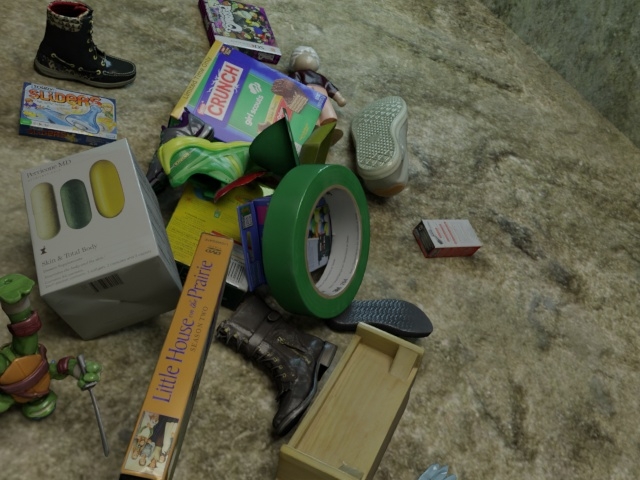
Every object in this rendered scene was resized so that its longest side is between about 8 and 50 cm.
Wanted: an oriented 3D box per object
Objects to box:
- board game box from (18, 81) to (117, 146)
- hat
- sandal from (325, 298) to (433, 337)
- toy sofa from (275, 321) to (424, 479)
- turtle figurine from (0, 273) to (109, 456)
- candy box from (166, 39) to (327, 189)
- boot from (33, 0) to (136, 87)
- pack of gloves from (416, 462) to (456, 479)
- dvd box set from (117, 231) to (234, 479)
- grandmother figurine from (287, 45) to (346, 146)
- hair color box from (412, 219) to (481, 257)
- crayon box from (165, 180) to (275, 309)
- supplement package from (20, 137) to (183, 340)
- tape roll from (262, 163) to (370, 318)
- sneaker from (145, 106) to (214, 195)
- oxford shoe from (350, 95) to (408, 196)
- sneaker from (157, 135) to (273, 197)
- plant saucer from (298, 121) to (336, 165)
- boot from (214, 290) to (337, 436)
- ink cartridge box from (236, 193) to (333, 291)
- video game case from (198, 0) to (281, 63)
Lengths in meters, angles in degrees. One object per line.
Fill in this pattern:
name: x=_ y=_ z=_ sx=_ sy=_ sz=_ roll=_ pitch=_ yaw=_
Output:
board game box: x=-0.564 y=-0.280 z=1.501 sx=0.201 sy=0.035 sz=0.136 roll=6 pitch=51 yaw=-27
hat: x=-0.143 y=-0.182 z=1.433 sx=0.184 sy=0.208 sz=0.172 roll=-14 pitch=91 yaw=0
sandal: x=0.130 y=0.180 z=1.515 sx=0.255 sy=0.054 sz=0.097 roll=8 pitch=42 yaw=-12
toy sofa: x=0.059 y=0.345 z=1.267 sx=0.150 sy=0.177 sz=0.362 roll=22 pitch=42 yaw=15
turtle figurine: x=-0.431 y=0.205 z=0.969 sx=0.198 sy=0.266 sz=0.274 roll=-10 pitch=34 yaw=1
candy box: x=-0.179 y=-0.305 z=1.648 sx=0.317 sy=0.122 sz=0.268 roll=25 pitch=62 yaw=-7
boot: x=-0.536 y=-0.456 z=1.566 sx=0.237 sy=0.178 sz=0.085 roll=2 pitch=53 yaw=-29
pack of gloves: x=0.212 y=0.550 z=1.255 sx=0.232 sy=0.046 sz=0.195 roll=-28 pitch=82 yaw=-40
dvd box set: x=-0.228 y=0.237 z=1.059 sx=0.062 sy=0.307 sz=0.420 roll=14 pitch=47 yaw=-5
grandmother figurine: x=-0.019 y=-0.424 z=1.910 sx=0.208 sy=0.104 sz=0.342 roll=11 pitch=50 yaw=-35
hair color box: x=0.340 y=-0.006 z=1.792 sx=0.167 sy=0.053 sz=0.093 roll=0 pitch=55 yaw=-33
crayon box: x=-0.222 y=-0.024 z=1.450 sx=0.202 sy=0.081 sz=0.318 roll=25 pitch=45 yaw=-10
supplement package: x=-0.386 y=-0.001 z=1.199 sx=0.200 sy=0.198 sz=0.262 roll=-19 pitch=60 yaw=-7
tape roll: x=0.000 y=0.000 z=1.396 sx=0.077 sy=0.321 sz=0.321 roll=5 pitch=32 yaw=31
sneaker: x=-0.341 y=-0.194 z=1.485 sx=0.098 sy=0.083 sz=0.223 roll=41 pitch=73 yaw=2
oxford shoe: x=0.177 y=-0.271 z=1.882 sx=0.449 sy=0.169 sz=0.130 roll=-83 pitch=151 yaw=-51
sneaker: x=-0.216 y=-0.150 z=1.446 sx=0.296 sy=0.109 sz=0.123 roll=-4 pitch=79 yaw=-43
plant saucer: x=-0.024 y=-0.184 z=1.615 sx=0.045 sy=0.188 sz=0.188 roll=19 pitch=29 yaw=4
boot: x=-0.106 y=0.234 z=1.307 sx=0.229 sy=0.091 sz=0.263 roll=30 pitch=39 yaw=3
ink cartridge box: x=-0.054 y=-0.018 z=1.442 sx=0.311 sy=0.065 sz=0.185 roll=-23 pitch=110 yaw=-53
video game case: x=-0.242 y=-0.632 z=1.995 sx=0.210 sy=0.041 sz=0.232 roll=3 pitch=52 yaw=-30
